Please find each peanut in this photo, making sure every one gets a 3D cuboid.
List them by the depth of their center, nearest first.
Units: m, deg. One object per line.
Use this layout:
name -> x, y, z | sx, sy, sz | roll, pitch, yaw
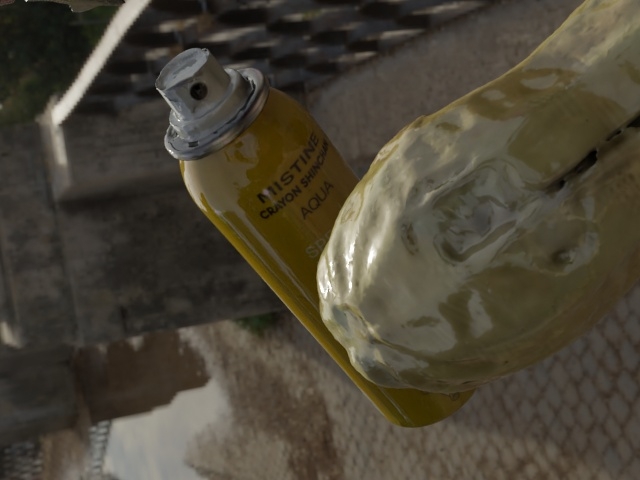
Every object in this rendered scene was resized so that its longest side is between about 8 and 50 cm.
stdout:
peanut -> 0.120, -0.036, 0.477 | 0.130, 0.290, 0.130 | 50, -170, -13

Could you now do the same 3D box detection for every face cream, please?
face cream -> 0.000, 0.000, 0.798 | 0.348, 0.105, 0.105 | 51, 176, -31

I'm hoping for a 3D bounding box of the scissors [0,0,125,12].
scissors -> -0.250, -0.205, 0.888 | 0.110, 0.212, 0.021 | 45, 120, 30
